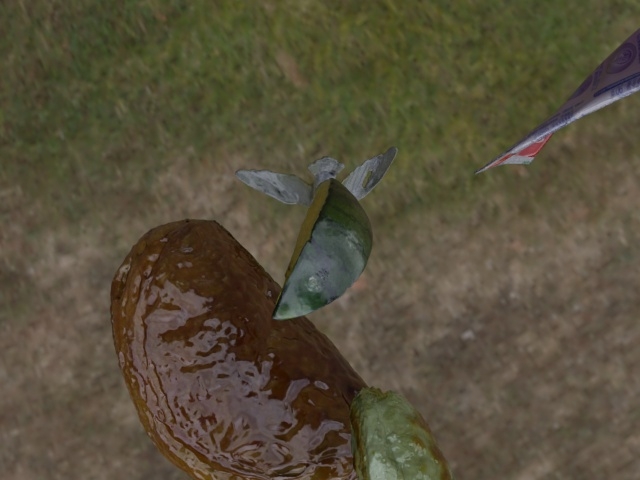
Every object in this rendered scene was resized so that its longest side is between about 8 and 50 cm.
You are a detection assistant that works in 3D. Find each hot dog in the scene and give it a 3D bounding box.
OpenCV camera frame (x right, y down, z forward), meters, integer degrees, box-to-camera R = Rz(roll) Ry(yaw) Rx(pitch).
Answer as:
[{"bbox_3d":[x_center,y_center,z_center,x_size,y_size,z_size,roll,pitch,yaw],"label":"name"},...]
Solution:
[{"bbox_3d":[-0.093,0.149,1.716,0.174,0.387,0.267,-50,165,32],"label":"hot dog"}]

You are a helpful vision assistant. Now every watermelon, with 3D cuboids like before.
[{"bbox_3d":[-0.001,-0.007,1.514,0.092,0.181,0.075,-3,135,30],"label":"watermelon"}]

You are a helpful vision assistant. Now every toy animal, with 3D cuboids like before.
[{"bbox_3d":[-0.004,-0.044,1.958,0.219,0.095,0.155,-1,102,-3],"label":"toy animal"}]

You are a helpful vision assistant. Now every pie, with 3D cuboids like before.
[{"bbox_3d":[0.097,0.253,1.447,0.090,0.201,0.248,-23,114,12],"label":"pie"}]

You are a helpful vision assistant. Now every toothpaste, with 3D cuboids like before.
[{"bbox_3d":[0.259,-0.139,1.318,0.301,0.048,0.075,-38,-172,43],"label":"toothpaste"}]
